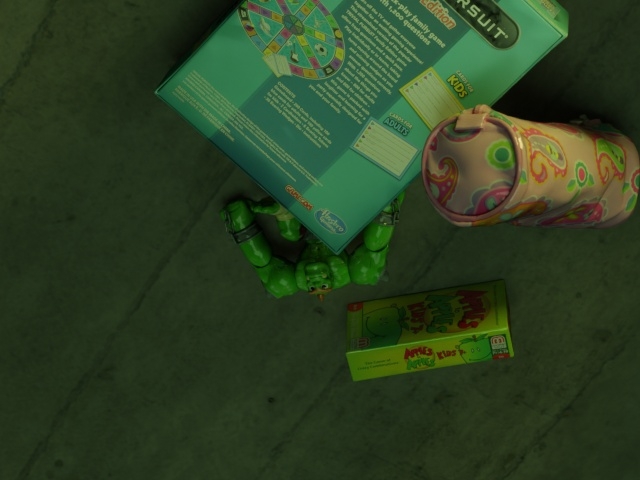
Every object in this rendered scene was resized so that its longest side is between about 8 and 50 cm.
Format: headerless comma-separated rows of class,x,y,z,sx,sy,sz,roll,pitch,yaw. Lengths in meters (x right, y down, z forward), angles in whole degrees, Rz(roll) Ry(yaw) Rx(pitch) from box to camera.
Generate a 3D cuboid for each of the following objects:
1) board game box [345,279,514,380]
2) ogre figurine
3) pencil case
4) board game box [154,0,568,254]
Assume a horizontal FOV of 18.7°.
board game box,0.121,0.100,2.170,0.181,0.092,0.043,-10,123,8
ogre figurine,0.000,0.000,2.108,0.197,0.097,0.118,-14,107,-7
pencil case,0.217,-0.071,1.943,0.124,0.124,0.284,-45,156,27
board game box,0.040,-0.187,1.939,0.254,0.079,0.336,42,113,-11
